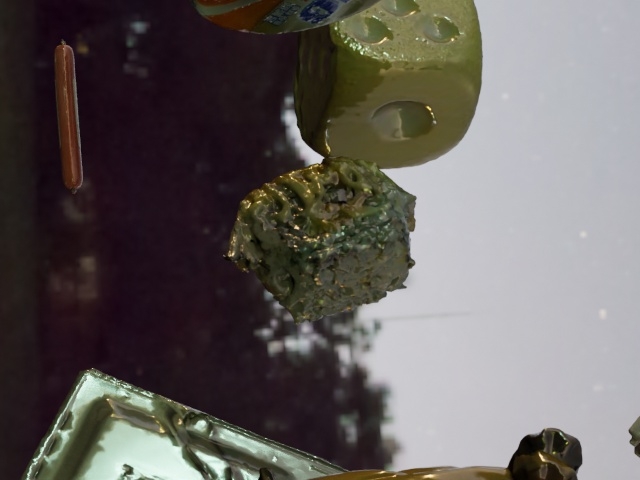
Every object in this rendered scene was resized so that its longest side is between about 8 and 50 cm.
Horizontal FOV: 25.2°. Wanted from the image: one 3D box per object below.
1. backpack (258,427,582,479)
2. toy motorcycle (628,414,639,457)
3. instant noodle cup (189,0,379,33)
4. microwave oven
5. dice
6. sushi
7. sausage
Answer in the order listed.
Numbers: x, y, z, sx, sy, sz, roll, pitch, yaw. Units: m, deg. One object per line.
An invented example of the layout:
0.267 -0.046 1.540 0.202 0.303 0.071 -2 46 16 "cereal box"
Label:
0.112 0.306 1.258 0.353 0.378 0.201 98 7 -60 "backpack"
0.422 0.143 1.572 0.260 0.110 0.171 -53 175 -21 "toy motorcycle"
-0.041 -0.405 1.671 0.296 0.296 0.214 112 -35 -64 "instant noodle cup"
-0.146 0.387 1.759 0.374 0.432 0.236 104 8 -57 "microwave oven"
0.091 -0.254 2.021 0.238 0.226 0.233 108 -23 -54 "dice"
0.000 0.000 1.857 0.139 0.274 0.184 84 -17 -47 "sushi"
-0.355 -0.174 2.013 0.029 0.029 0.223 147 -62 -77 "sausage"
